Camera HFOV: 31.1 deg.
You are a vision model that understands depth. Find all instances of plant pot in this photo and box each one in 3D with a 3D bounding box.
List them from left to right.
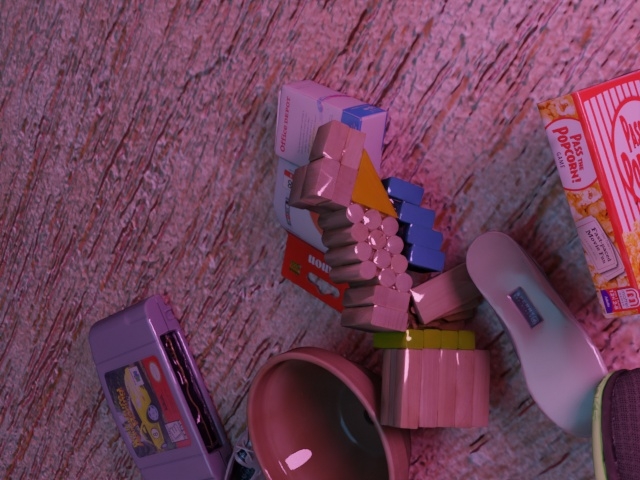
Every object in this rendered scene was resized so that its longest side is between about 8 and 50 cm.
[{"bbox_3d":[0.030,0.229,1.382,0.237,0.110,0.237,20,120,39],"label":"plant pot"}]

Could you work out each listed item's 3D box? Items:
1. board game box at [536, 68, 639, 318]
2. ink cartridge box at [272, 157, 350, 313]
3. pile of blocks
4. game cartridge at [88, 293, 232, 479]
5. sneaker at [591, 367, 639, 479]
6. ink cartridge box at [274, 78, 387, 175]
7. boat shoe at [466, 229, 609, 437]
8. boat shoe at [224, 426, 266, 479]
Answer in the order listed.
[{"bbox_3d":[0.273,-0.047,1.006,0.045,0.147,0.193,-15,96,47],"label":"board game box"},{"bbox_3d":[0.000,0.000,1.369,0.145,0.045,0.179,31,123,33],"label":"ink cartridge box"},{"bbox_3d":[0.076,0.041,1.256,0.113,0.149,0.362,-12,99,67],"label":"pile of blocks"},{"bbox_3d":[-0.239,0.239,1.695,0.196,0.060,0.294,-25,88,51],"label":"game cartridge"},{"bbox_3d":[0.406,0.276,0.947,0.202,0.185,0.482,-57,47,27],"label":"sneaker"},{"bbox_3d":[0.010,-0.122,1.304,0.122,0.052,0.088,27,123,34],"label":"ink cartridge box"},{"bbox_3d":[0.228,0.089,1.158,0.079,0.081,0.227,-34,74,20],"label":"boat shoe"},{"bbox_3d":[-0.089,0.284,1.554,0.066,0.063,0.184,47,133,21],"label":"boat shoe"}]
